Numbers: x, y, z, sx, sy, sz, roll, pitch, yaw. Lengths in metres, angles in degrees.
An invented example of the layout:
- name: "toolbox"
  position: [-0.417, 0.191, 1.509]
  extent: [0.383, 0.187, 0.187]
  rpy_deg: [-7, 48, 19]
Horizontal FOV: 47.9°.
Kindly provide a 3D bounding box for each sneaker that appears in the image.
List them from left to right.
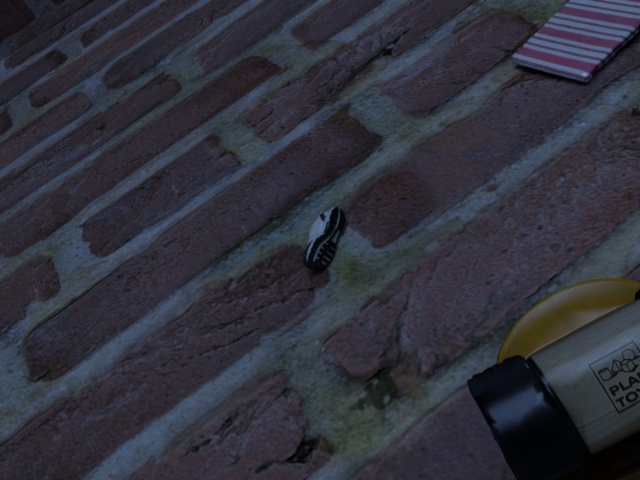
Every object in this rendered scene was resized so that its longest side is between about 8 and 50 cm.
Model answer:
- name: "sneaker"
  position: [0.000, 0.000, 1.029]
  extent: [0.044, 0.040, 0.109]
  rpy_deg: [-15, 36, 43]

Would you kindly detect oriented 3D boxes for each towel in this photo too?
- name: "towel"
  position: [0.411, -0.318, 1.110]
  extent: [0.197, 0.029, 0.144]
  rpy_deg: [-43, 41, -11]

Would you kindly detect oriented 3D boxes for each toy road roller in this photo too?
- name: "toy road roller"
  position: [0.273, 0.186, 0.572]
  extent: [0.202, 0.240, 0.329]
  rpy_deg: [-30, 76, 6]
